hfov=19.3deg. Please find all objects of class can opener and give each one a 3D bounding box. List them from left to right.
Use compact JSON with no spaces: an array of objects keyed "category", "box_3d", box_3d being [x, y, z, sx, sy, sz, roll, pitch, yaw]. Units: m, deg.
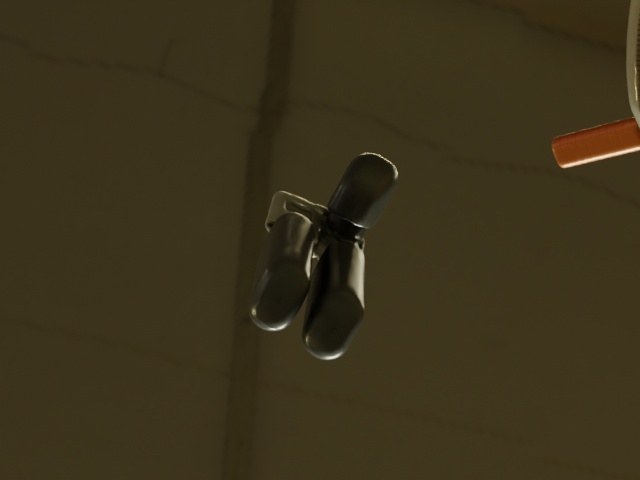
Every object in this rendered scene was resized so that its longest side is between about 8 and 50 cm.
[{"category":"can opener","box_3d":[0.000,0.000,1.223,0.074,0.093,0.280,27,-164,-4]}]

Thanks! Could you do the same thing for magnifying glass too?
[{"category":"magnifying glass","box_3d":[0.292,-0.096,1.574,0.026,0.231,0.092,-37,-73,-43]}]

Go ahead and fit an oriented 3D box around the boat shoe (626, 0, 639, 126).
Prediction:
[{"category":"boat shoe","box_3d":[0.215,-0.150,0.663,0.117,0.324,0.096,22,-157,-19]}]
